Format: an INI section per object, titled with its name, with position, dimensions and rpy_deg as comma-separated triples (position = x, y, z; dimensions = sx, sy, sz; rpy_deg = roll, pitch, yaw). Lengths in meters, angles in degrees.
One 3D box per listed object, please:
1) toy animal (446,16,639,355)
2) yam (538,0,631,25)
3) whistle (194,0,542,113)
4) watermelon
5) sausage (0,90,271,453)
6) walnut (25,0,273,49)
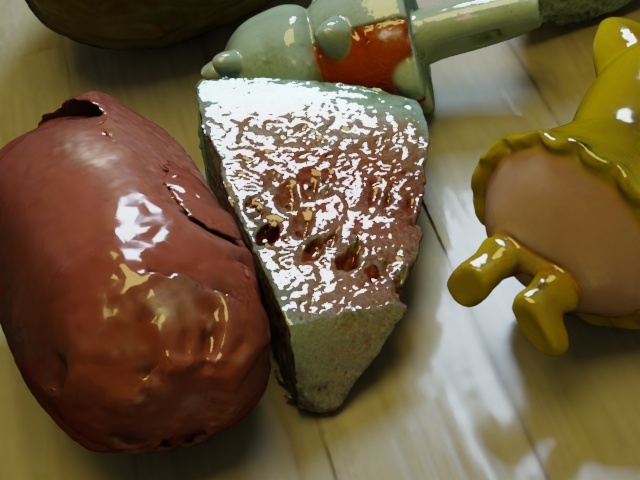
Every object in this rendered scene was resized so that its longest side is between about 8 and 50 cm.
[toy animal]
position = 0.173, -0.032, 0.862
dimensions = 0.156, 0.156, 0.230
rpy_deg = 24, 58, 37
[yam]
position = 0.200, -0.279, 1.128
dimensions = 0.154, 0.154, 0.254
rpy_deg = -8, 37, 10
[whistle]
position = 0.031, -0.132, 1.047
dimensions = 0.253, 0.106, 0.102
rpy_deg = -13, 18, 11
[watermelon]
position = 0.000, 0.000, 0.936
dimensions = 0.154, 0.094, 0.241
rpy_deg = -4, 42, -1
[sausage]
position = -0.121, 0.017, 0.890
dimensions = 0.152, 0.152, 0.280
rpy_deg = -25, 40, -10
[walnut]
position = -0.120, -0.270, 1.155
dimensions = 0.283, 0.227, 0.283
rpy_deg = -9, 29, 5
